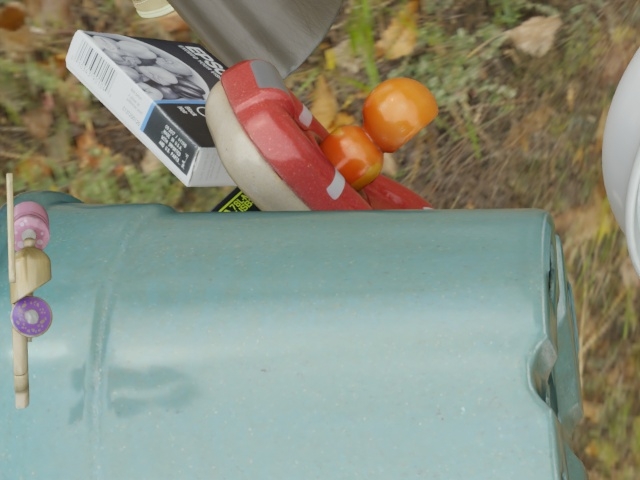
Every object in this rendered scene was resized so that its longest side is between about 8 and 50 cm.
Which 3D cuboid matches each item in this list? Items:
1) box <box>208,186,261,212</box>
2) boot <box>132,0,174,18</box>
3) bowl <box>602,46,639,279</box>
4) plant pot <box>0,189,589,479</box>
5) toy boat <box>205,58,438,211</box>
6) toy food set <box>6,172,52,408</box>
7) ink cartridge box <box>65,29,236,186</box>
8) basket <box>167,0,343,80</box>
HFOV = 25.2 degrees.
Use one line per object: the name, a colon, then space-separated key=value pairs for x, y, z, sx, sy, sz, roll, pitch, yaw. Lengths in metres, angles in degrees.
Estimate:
box: x=0.000 y=0.000 z=1.366 sx=0.184 sy=0.190 sz=0.045 roll=37 pitch=145 yaw=11
boot: x=-0.210 y=-0.383 z=1.843 sx=0.213 sy=0.077 sz=0.165 roll=-20 pitch=129 yaw=43
bowl: x=0.328 y=-0.096 z=1.113 sx=0.298 sy=0.134 sz=0.297 roll=-14 pitch=125 yaw=-20
plant pot: x=-0.007 y=0.121 z=0.905 sx=0.334 sy=0.341 sz=0.341 roll=-5 pitch=99 yaw=13
toy boat: x=0.029 y=-0.066 z=1.119 sx=0.151 sy=0.151 sz=0.231 roll=-39 pitch=124 yaw=10
toy food set: x=-0.140 y=0.023 z=0.695 sx=0.019 sy=0.122 sz=0.078 roll=-2 pitch=60 yaw=-12
ink cartridge box: x=-0.094 y=-0.119 z=1.310 sx=0.206 sy=0.208 sz=0.045 roll=43 pitch=118 yaw=34
basket: x=-0.106 y=-0.297 z=1.553 sx=0.154 sy=0.204 sz=0.227 roll=-35 pitch=115 yaw=25
